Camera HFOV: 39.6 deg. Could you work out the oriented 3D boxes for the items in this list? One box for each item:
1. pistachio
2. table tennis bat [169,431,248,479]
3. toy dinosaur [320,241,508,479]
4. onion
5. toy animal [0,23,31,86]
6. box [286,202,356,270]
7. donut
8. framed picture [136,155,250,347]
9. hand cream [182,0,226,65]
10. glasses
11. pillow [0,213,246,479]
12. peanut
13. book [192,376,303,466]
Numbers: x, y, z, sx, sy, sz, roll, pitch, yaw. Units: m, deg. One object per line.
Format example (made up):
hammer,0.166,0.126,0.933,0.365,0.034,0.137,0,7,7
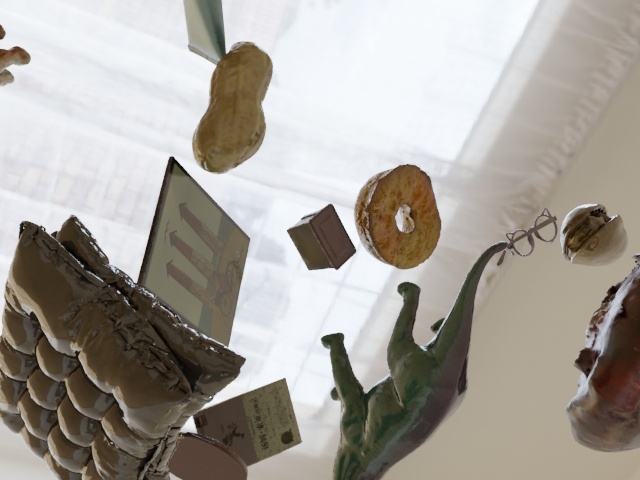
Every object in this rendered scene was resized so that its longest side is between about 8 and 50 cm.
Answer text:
pistachio,0.437,-0.006,1.438,0.113,0.149,0.113,-1,-92,37
table tennis bat,-0.211,0.324,1.363,0.130,0.220,0.019,-42,-159,39
toy dinosaur,0.109,0.226,0.992,0.383,0.129,0.330,-42,-142,27
onion,0.434,0.161,1.151,0.272,0.195,0.272,21,90,-75
toy animal,-0.540,-0.255,1.261,0.104,0.184,0.185,-40,-162,43
box,0.000,0.000,1.286,0.063,0.084,0.060,-16,-161,43
donut,0.134,-0.043,1.600,0.075,0.190,0.174,6,-133,51
framed picture,-0.213,0.036,1.564,0.324,0.013,0.244,52,42,-57
hand cream,-0.205,-0.444,1.547,0.070,0.111,0.312,-39,147,-30
glasses,0.366,0.001,1.660,0.140,0.104,0.062,-42,-110,55
pillow,-0.224,0.149,0.882,0.101,0.228,0.326,-34,161,-45
peanut,-0.146,-0.234,1.568,0.123,0.124,0.256,138,-30,-72
book,-0.123,0.320,1.512,0.014,0.182,0.127,8,-67,62
